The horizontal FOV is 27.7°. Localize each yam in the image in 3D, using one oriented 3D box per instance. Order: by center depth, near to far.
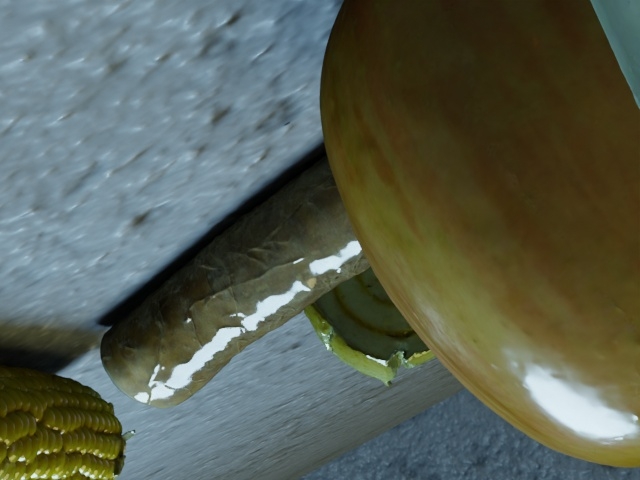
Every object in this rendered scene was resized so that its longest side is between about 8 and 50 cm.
[{"bbox_3d":[0.000,0.000,0.765,0.357,0.081,0.081,-37,164,30],"label":"yam"}]

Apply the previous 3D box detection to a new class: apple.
[{"bbox_3d":[0.128,-0.040,0.527,0.242,0.241,0.242,-25,164,-8],"label":"apple"}]

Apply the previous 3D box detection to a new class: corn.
[{"bbox_3d":[-0.199,0.117,0.773,0.091,0.091,0.260,-47,161,1],"label":"corn"}]

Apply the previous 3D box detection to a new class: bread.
[{"bbox_3d":[0.063,0.023,0.885,0.156,0.117,0.064,-28,165,-3],"label":"bread"}]

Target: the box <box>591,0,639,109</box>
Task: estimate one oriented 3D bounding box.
[{"bbox_3d":[0.197,-0.142,0.357,0.290,0.220,0.166,-21,177,-33],"label":"box"}]
